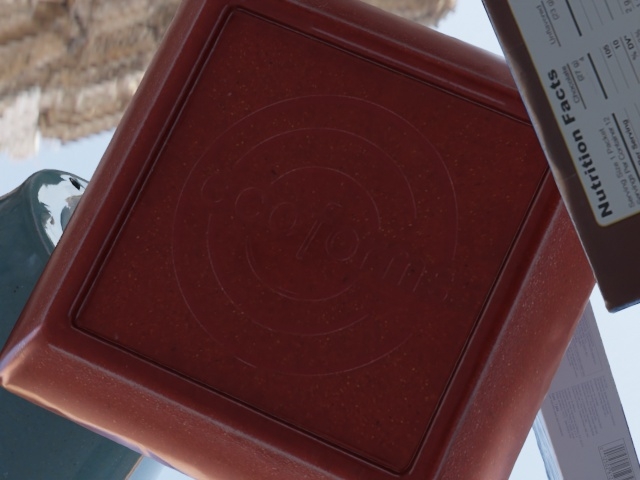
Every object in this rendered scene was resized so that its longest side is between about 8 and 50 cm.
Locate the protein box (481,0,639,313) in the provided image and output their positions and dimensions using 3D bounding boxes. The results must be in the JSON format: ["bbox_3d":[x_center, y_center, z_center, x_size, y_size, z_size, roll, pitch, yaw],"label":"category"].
[{"bbox_3d":[0.186,-0.088,0.525,0.199,0.201,0.136,-16,-97,-50],"label":"protein box"}]

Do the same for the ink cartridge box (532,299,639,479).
[{"bbox_3d":[0.131,0.068,0.978,0.046,0.097,0.207,-19,-68,1],"label":"ink cartridge box"}]

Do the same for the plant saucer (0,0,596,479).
[{"bbox_3d":[0.000,0.000,0.865,0.258,0.048,0.259,23,-102,13],"label":"plant saucer"}]

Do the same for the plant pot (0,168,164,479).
[{"bbox_3d":[-0.207,0.099,1.135,0.255,0.271,0.272,-39,-95,14],"label":"plant pot"}]
